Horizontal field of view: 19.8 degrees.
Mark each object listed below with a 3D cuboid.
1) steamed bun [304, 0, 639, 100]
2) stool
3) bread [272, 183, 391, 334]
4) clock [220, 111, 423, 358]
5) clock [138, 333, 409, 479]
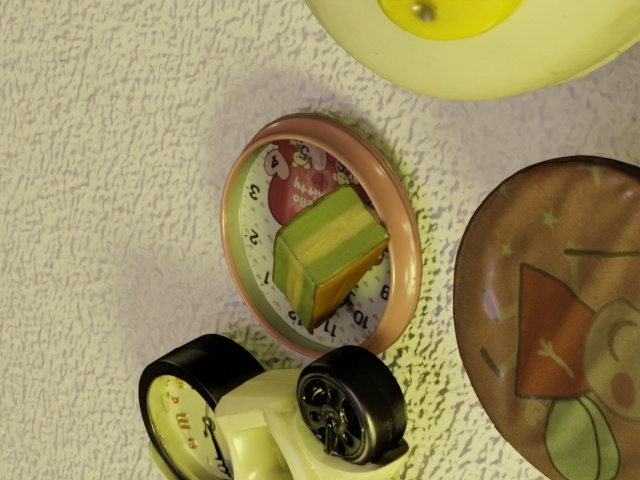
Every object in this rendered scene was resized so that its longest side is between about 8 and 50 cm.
[{"bbox_3d":[0.132,-0.275,1.326,0.374,0.334,0.334,-40,75,41],"label":"steamed bun"},{"bbox_3d":[0.252,0.053,1.412,0.272,0.178,0.272,18,116,40],"label":"stool"},{"bbox_3d":[0.007,0.020,1.689,0.074,0.084,0.139,51,164,16],"label":"bread"},{"bbox_3d":[0.001,-0.001,1.736,0.244,0.056,0.244,17,116,38],"label":"clock"},{"bbox_3d":[-0.033,0.223,1.794,0.379,0.120,0.276,5,117,53],"label":"clock"}]
